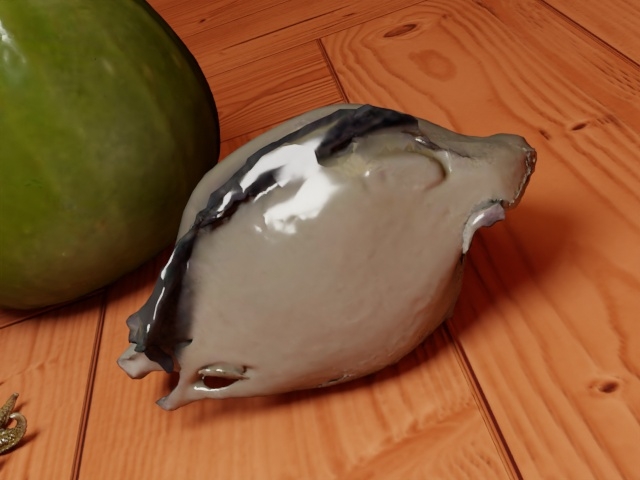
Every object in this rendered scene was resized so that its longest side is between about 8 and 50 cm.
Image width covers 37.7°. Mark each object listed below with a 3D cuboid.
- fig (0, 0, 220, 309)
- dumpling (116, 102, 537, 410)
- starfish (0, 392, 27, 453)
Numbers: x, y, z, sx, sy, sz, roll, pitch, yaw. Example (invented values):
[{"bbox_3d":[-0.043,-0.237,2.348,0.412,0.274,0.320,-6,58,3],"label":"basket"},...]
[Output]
[{"bbox_3d":[-0.237,-0.109,0.759,0.316,0.316,0.316,-16,28,9],"label":"fig"},{"bbox_3d":[-0.008,-0.010,0.602,0.293,0.163,0.204,-29,31,9],"label":"dumpling"},{"bbox_3d":[-0.239,0.130,0.638,0.078,0.028,0.091,-25,25,-22],"label":"starfish"}]
